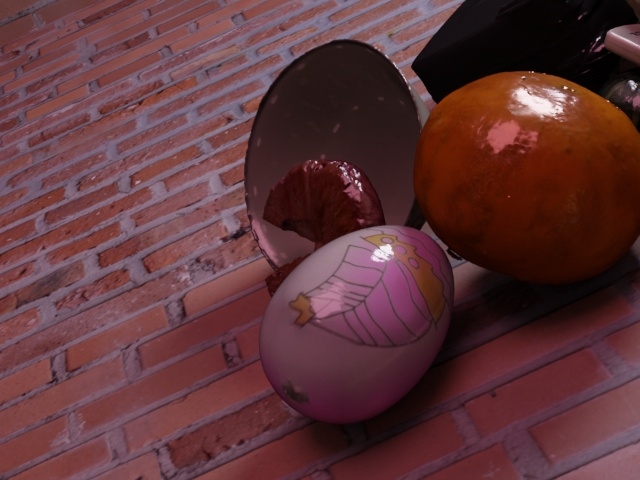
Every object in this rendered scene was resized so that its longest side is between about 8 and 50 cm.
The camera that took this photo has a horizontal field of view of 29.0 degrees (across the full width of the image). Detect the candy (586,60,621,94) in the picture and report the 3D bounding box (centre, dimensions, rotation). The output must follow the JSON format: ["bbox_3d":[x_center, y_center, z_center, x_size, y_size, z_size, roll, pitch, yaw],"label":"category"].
[{"bbox_3d":[0.388,-0.209,1.819,0.175,0.043,0.045,-41,30,-21],"label":"candy"}]

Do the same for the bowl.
[{"bbox_3d":[0.060,-0.093,1.693,0.157,0.337,0.337,7,1,-44],"label":"bowl"}]

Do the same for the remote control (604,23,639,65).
[{"bbox_3d":[0.454,-0.231,1.580,0.087,0.029,0.190,-15,38,-36],"label":"remote control"}]

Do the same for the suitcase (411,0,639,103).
[{"bbox_3d":[0.326,-0.334,1.890,0.339,0.188,0.345,-22,22,43],"label":"suitcase"}]

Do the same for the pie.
[{"bbox_3d":[0.000,0.000,1.595,0.054,0.219,0.204,6,-24,-44],"label":"pie"}]

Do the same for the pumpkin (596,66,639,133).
[{"bbox_3d":[0.435,-0.163,1.615,0.167,0.125,0.167,3,37,-2],"label":"pumpkin"}]

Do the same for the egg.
[{"bbox_3d":[0.050,0.089,1.408,0.271,0.196,0.196,-38,31,-24],"label":"egg"}]

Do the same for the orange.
[{"bbox_3d":[0.252,-0.076,1.463,0.283,0.226,0.284,12,27,-6],"label":"orange"}]

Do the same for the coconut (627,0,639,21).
[{"bbox_3d":[0.591,-0.428,1.633,0.415,0.415,0.344,-2,19,35],"label":"coconut"}]
